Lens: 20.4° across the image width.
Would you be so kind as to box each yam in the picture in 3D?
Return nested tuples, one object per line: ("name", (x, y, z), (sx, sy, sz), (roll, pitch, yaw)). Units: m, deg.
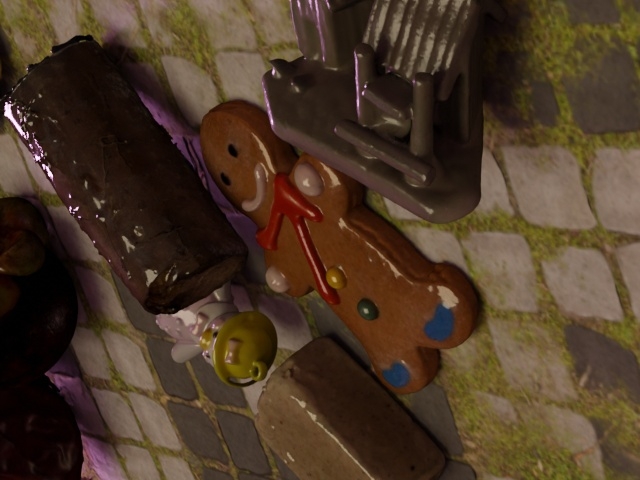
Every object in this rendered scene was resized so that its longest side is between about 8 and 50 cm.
("yam", (-0.190, -0.060, 1.687), (0.279, 0.131, 0.131), (54, 148, 18))

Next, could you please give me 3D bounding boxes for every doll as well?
("doll", (-0.108, 0.076, 1.742), (0.207, 0.081, 0.129), (43, 119, 42))

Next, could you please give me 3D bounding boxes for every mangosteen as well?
("mangosteen", (-0.369, 0.069, 1.995), (0.210, 0.210, 0.210), (32, 140, 32))

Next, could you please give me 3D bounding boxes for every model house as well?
("model house", (0.052, -0.146, 1.334), (0.229, 0.122, 0.188), (35, 139, 34))

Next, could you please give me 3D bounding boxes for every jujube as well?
("jujube", (-0.461, 0.235, 2.105), (0.258, 0.258, 0.377), (24, 180, 40))

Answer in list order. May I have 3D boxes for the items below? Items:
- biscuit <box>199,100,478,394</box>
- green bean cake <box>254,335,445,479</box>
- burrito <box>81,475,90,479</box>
("biscuit", (-0.002, 0.001, 1.601), (0.324, 0.049, 0.205), (49, 147, 14))
("green bean cake", (0.025, 0.190, 1.691), (0.179, 0.085, 0.109), (46, 146, 14))
("burrito", (-0.360, 0.408, 2.360), (0.143, 0.105, 0.299), (54, 149, 21))
